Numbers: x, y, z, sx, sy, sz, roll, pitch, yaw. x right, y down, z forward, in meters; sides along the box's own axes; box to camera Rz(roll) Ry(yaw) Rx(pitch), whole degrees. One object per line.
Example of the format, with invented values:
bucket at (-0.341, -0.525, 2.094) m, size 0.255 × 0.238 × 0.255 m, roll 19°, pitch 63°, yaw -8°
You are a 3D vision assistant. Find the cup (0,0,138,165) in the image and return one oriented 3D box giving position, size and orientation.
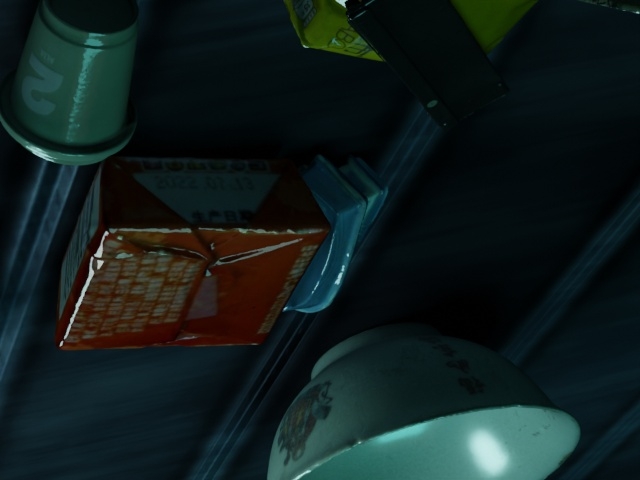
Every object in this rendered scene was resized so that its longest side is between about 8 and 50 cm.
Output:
cup at (-0.198, -0.143, 1.392) m, size 0.120 × 0.120 × 0.141 m, roll -3°, pitch 139°, yaw -29°

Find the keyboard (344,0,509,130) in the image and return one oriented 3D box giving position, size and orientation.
keyboard at (0.089, -0.153, 1.355) m, size 0.072 × 0.023 × 0.231 m, roll -30°, pitch 152°, yaw 11°

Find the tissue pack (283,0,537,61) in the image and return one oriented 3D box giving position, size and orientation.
tissue pack at (0.110, -0.258, 1.342) m, size 0.192 × 0.134 × 0.271 m, roll 3°, pitch 145°, yaw -35°

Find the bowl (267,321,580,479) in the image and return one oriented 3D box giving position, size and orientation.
bowl at (0.100, 0.231, 2.175) m, size 0.434 × 0.196 × 0.435 m, roll -15°, pitch 153°, yaw -8°

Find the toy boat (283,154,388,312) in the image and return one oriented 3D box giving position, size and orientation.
toy boat at (0.000, 0.000, 1.798) m, size 0.098 × 0.109 × 0.238 m, roll -31°, pitch 158°, yaw -36°

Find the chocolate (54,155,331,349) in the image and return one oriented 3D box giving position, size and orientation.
chocolate at (-0.139, 0.014, 1.704) m, size 0.234 × 0.108 × 0.237 m, roll 0°, pitch 146°, yaw -21°

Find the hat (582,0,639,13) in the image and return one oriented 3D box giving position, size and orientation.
hat at (0.358, -0.247, 1.535) m, size 0.252 × 0.252 × 0.110 m, roll 5°, pitch 103°, yaw -38°
